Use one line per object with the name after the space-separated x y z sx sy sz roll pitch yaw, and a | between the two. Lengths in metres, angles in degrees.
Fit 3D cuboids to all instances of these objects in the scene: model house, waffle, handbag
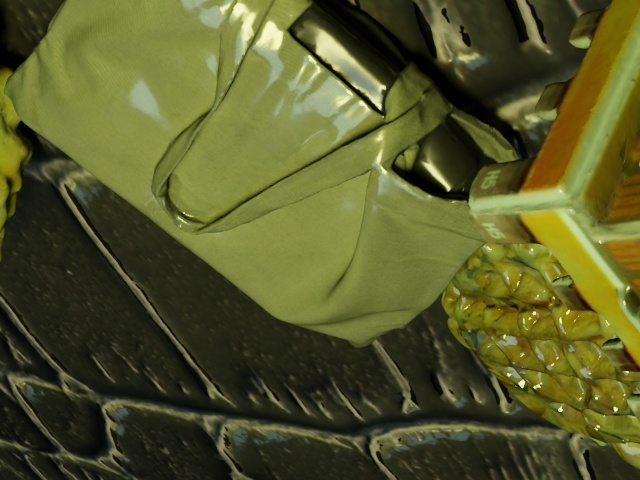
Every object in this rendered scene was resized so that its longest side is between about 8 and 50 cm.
0.220 -0.031 0.731 0.215 0.224 0.198 -8 134 48 | model house
0.173 0.069 1.069 0.223 0.054 0.204 35 150 16 | waffle
-0.037 -0.060 1.023 0.316 0.109 0.253 39 143 -8 | handbag

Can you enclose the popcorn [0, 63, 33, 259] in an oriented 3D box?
-0.339 -0.065 1.143 0.293 0.237 0.293 21 158 9 | popcorn
